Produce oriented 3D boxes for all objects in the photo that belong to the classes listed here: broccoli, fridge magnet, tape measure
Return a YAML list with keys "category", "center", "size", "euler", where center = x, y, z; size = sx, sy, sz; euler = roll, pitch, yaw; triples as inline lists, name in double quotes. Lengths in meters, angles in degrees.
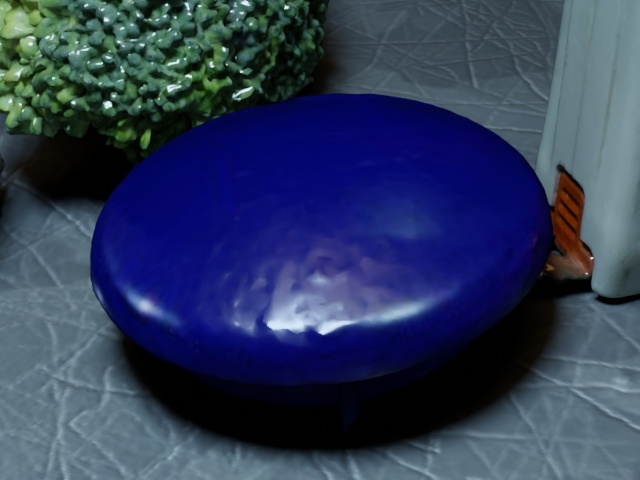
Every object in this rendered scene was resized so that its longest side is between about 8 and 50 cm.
- category: "broccoli"
  center: [-0.142, -0.209, 1.173]
  size: [0.302, 0.249, 0.375]
  euler: [6, 40, 11]
- category: "fridge magnet"
  center: [0.000, 0.000, 0.971]
  size: [0.265, 0.112, 0.265]
  euler: [-3, 35, 2]
- category: "tape measure"
  center: [0.247, -0.114, 0.997]
  size: [0.265, 0.258, 0.130]
  euler: [-9, 33, -19]

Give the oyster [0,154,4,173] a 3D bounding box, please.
- category: "oyster"
  center: [-0.350, -0.089, 1.103]
  size: [0.351, 0.114, 0.238]
  euler: [21, 31, 28]
